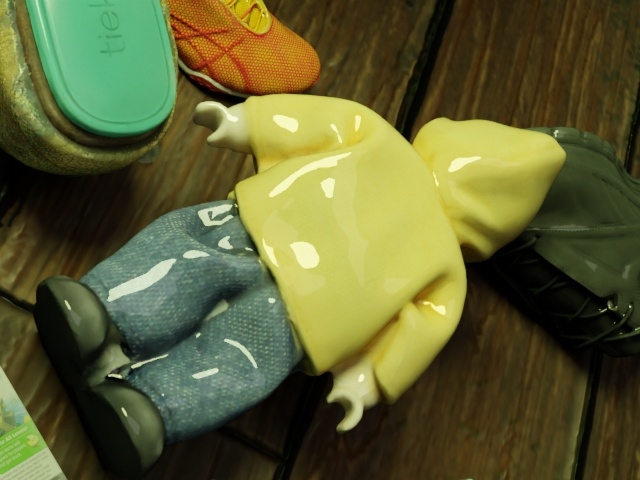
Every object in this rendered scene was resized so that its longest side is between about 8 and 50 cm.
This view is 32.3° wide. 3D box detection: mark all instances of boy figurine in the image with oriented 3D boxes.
[{"bbox_3d":[0.000,0.000,0.560,0.285,0.092,0.177,-29,87,-26],"label":"boy figurine"}]

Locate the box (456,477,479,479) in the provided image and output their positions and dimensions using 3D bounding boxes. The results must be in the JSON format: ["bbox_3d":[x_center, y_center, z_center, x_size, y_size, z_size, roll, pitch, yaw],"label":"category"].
[{"bbox_3d":[0.098,0.241,0.556,0.153,0.108,0.207,19,59,-28],"label":"box"}]

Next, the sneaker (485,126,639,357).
[{"bbox_3d":[0.173,0.008,0.730,0.286,0.109,0.130,12,72,-27],"label":"sneaker"}]

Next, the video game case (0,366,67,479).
[{"bbox_3d":[-0.171,0.114,0.478,0.119,0.015,0.166,-30,88,-41],"label":"video game case"}]

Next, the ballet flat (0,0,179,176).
[{"bbox_3d":[-0.148,-0.202,0.549,0.123,0.123,0.349,-8,89,-39],"label":"ballet flat"}]

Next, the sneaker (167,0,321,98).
[{"bbox_3d":[-0.068,-0.138,0.640,0.175,0.067,0.064,29,53,-25],"label":"sneaker"}]

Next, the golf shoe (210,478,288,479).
[{"bbox_3d":[-0.070,0.216,0.447,0.273,0.105,0.120,-37,112,-39],"label":"golf shoe"}]
